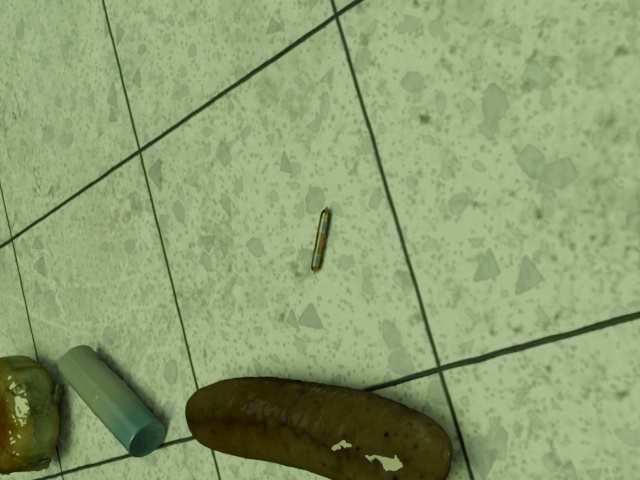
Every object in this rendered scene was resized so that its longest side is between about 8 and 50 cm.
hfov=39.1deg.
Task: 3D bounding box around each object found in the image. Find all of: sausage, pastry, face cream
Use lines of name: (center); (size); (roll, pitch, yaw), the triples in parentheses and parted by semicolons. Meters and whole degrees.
sausage: (-0.030, 0.259, 1.257); (0.501, 0.123, 0.136); (1, 123, 44)
pastry: (-0.610, 0.351, 1.820); (0.257, 0.121, 0.235); (-19, 76, 45)
face cream: (-0.376, 0.284, 1.616); (0.250, 0.077, 0.077); (36, 117, 36)
sausage: (0.000, 0.000, 1.277); (0.015, 0.015, 0.100); (23, 109, 40)
